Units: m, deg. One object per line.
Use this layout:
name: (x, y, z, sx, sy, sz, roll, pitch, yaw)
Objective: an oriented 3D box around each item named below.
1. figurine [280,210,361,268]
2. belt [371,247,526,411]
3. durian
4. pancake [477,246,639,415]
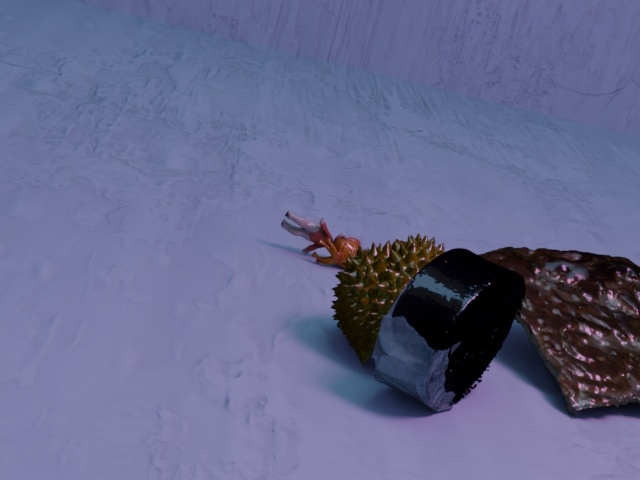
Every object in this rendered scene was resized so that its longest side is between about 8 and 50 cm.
figurine: (0.000, 0.000, 1.785, 0.109, 0.064, 0.047, 28, 40, -3)
belt: (0.127, 0.091, 1.426, 0.078, 0.151, 0.198, 27, 29, 25)
durian: (0.071, 0.045, 1.532, 0.102, 0.146, 0.208, 43, 8, -1)
pancake: (0.386, 0.124, 1.643, 0.427, 0.067, 0.304, 10, 35, -16)
